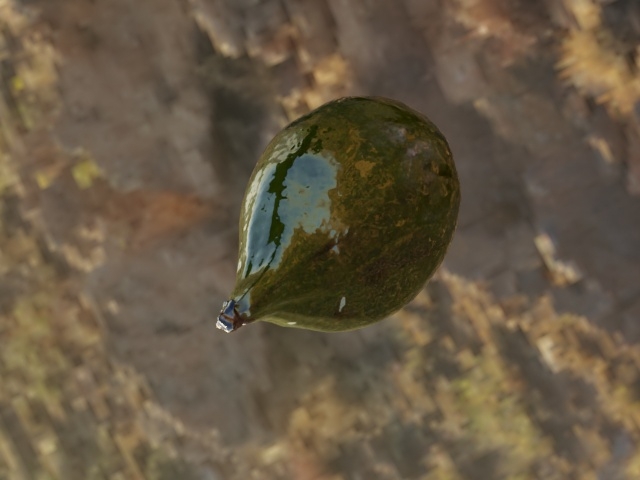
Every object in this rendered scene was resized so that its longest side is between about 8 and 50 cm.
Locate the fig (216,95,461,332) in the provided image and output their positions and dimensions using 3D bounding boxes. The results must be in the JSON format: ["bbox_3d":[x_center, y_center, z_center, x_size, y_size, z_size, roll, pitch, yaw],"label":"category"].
[{"bbox_3d":[-0.008,-0.014,1.092,0.126,0.185,0.133,57,137,27],"label":"fig"}]
